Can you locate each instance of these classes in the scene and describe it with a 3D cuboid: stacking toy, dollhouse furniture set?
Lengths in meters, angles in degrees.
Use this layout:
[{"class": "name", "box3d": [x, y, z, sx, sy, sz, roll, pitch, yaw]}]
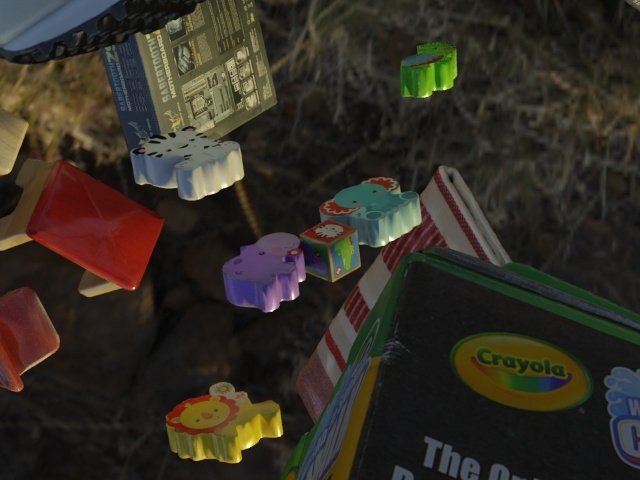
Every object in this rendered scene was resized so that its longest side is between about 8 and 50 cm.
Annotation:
[{"class": "stacking toy", "box3d": [0.000, 0.000, 0.864, 0.052, 0.221, 0.167, 20, 126, 42]}, {"class": "dollhouse furniture set", "box3d": [-0.289, -0.016, 1.133, 0.374, 0.201, 0.152, 30, 161, -29]}]

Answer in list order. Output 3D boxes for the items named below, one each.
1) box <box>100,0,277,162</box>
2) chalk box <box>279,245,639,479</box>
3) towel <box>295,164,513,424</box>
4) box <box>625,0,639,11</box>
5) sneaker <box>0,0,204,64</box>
[{"class": "box", "box3d": [-0.141, -0.213, 1.634, 0.059, 0.183, 0.233, 4, 118, 37]}, {"class": "chalk box", "box3d": [0.066, 0.137, 0.515, 0.180, 0.289, 0.179, 22, 138, -3]}, {"class": "towel", "box3d": [0.094, 0.124, 1.349, 0.037, 0.237, 0.329, -12, 151, -33]}, {"class": "box", "box3d": [0.284, -0.299, 1.399, 0.158, 0.156, 0.093, 29, 155, -21]}, {"class": "sneaker", "box3d": [-0.017, -0.105, 0.318, 0.161, 0.057, 0.075, -39, 90, 13]}]
